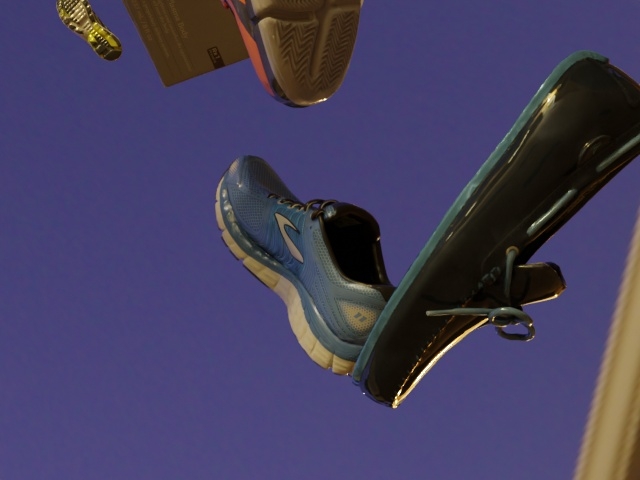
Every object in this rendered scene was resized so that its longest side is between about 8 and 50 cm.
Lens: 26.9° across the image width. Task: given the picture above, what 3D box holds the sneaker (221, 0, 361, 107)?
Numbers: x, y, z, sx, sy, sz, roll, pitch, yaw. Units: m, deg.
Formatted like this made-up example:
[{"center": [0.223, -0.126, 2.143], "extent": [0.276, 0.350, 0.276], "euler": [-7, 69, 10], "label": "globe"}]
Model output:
[{"center": [-0.078, -0.257, 1.158], "extent": [0.124, 0.180, 0.321], "euler": [-4, -98, -47], "label": "sneaker"}]

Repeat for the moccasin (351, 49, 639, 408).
[{"center": [0.154, 0.009, 1.092], "extent": [0.117, 0.138, 0.342], "euler": [36, -77, 8], "label": "moccasin"}]

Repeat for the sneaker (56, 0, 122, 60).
[{"center": [-0.219, -0.200, 1.265], "extent": [0.031, 0.035, 0.083], "euler": [-39, -91, -4], "label": "sneaker"}]

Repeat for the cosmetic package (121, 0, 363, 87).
[{"center": [-0.081, -0.272, 1.472], "extent": [0.238, 0.107, 0.127], "euler": [-18, -69, 17], "label": "cosmetic package"}]

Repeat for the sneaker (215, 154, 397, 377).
[{"center": [0.000, 0.000, 1.525], "extent": [0.129, 0.330, 0.147], "euler": [4, -54, -45], "label": "sneaker"}]
